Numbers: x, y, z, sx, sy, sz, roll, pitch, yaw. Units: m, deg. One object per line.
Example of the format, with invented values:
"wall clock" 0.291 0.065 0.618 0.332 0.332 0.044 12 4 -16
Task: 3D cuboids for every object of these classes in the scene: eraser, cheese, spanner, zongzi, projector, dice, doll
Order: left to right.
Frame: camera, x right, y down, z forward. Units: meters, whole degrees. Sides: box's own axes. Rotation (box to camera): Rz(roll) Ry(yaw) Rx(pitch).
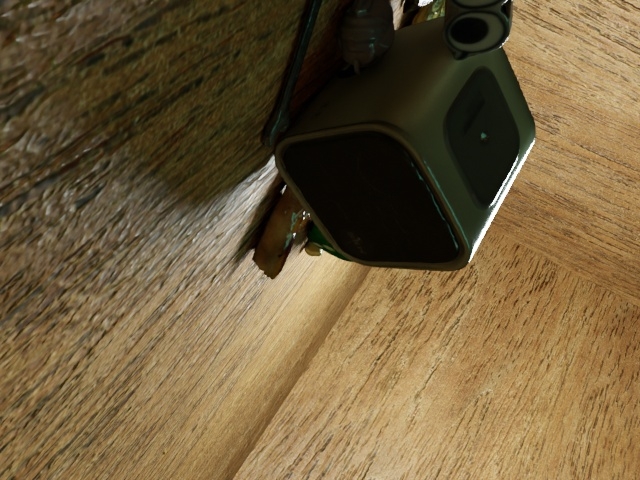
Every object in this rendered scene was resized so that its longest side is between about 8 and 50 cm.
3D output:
"spanner" -0.023 -0.220 0.768 0.054 0.015 0.254 -45 162 -51
"cheese" 0.000 0.000 1.448 0.083 0.044 0.030 -52 151 -31
"dice" 0.051 -0.036 1.372 0.131 0.120 0.128 -60 170 -13
"doll" 0.067 -0.293 0.866 0.094 0.079 0.180 57 49 -63
"projector" 0.123 -0.128 0.928 0.248 0.248 0.249 55 54 -29
"zongzi" 0.166 -0.408 1.087 0.083 0.067 0.073 -45 -179 12
"eraser" 0.189 -0.384 0.798 0.171 0.087 0.291 73 22 -63

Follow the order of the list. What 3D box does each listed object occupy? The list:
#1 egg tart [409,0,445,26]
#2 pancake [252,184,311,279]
"egg tart" 0.261 -0.433 1.287 0.294 0.123 0.294 -59 172 -14
"pancake" -0.037 -0.049 1.070 0.212 0.056 0.257 -52 167 -41
